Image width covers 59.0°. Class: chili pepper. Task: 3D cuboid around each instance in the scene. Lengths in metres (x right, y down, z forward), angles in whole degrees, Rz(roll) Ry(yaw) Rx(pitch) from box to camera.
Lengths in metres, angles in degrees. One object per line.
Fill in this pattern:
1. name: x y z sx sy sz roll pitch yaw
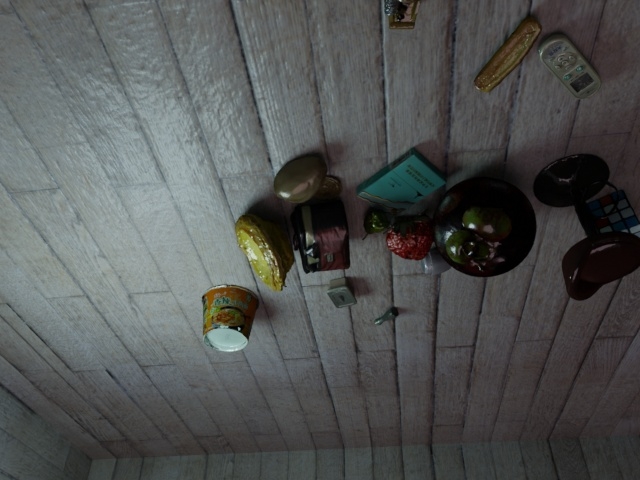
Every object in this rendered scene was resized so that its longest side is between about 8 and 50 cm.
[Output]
1. chili pepper: 0.174 -0.057 1.828 0.073 0.072 0.204 -27 179 -10

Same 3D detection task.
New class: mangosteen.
1. mangosteen: 0.487 -0.026 1.666 0.305 0.360 0.306 1 112 2

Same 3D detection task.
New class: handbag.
1. handbag: 0.000 0.000 1.832 0.181 0.181 0.255 -8 141 -1

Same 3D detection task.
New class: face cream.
1. face cream: 0.404 0.075 1.984 0.094 0.091 0.091 -9 139 -1

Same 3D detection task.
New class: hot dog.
1. hot dog: 0.466 -0.455 1.400 0.066 0.047 0.216 43 133 8

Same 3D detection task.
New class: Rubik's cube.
1. Rubik's cube: 0.930 -0.038 1.804 0.154 0.151 0.155 -26 132 25

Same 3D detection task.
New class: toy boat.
1. toy boat: 0.192 -0.586 1.196 0.089 0.115 0.310 3 140 -3

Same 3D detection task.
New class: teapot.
1. teapot: 0.267 0.312 2.300 0.042 0.043 0.110 25 138 -26

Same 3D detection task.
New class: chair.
1. chair: 0.769 -0.034 1.619 0.226 0.401 0.227 1 140 1

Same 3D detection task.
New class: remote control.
1. remote control: 0.629 -0.437 1.425 0.221 0.042 0.078 30 130 -31

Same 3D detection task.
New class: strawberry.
1. strawberry: 0.291 0.016 1.838 0.174 0.098 0.228 -16 145 -9

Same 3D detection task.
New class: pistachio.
1. pistachio: -0.057 -0.181 1.685 0.185 0.126 0.108 -25 176 22

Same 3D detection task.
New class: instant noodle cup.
1. instant noodle cup: -0.358 0.311 2.192 0.230 0.182 0.230 0 140 0

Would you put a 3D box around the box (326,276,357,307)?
1. box: 0.081 0.196 2.147 0.089 0.062 0.122 -15 138 16

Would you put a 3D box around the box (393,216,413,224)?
1. box: 0.282 -0.041 1.889 0.079 0.035 0.083 0 140 0

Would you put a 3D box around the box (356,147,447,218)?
1. box: 0.246 -0.170 1.736 0.162 0.042 0.229 32 130 -31

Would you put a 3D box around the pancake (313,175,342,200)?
1. pancake: 0.014 -0.162 1.770 0.114 0.011 0.115 1 141 1

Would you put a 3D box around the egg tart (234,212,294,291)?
1. egg tart: -0.171 0.027 1.853 0.123 0.294 0.294 -31 143 -19
